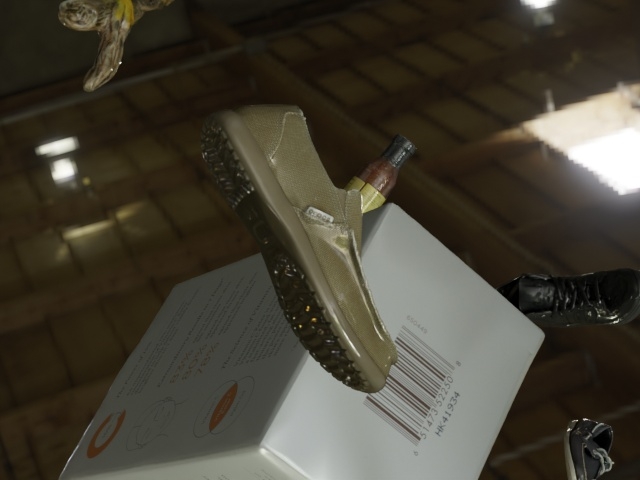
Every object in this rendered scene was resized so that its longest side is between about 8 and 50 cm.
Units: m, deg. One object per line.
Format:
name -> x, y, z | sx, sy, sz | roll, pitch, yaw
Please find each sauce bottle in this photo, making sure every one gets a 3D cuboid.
sauce bottle -> 0.048, -0.050, 1.513 | 0.128, 0.042, 0.042 | -49, -150, -3

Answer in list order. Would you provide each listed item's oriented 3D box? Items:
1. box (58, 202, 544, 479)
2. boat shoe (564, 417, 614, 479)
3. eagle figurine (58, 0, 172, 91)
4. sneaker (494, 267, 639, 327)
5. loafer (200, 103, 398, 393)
box -> -0.026, 0.134, 1.183 | 0.345, 0.168, 0.215 | -20, -144, 56
boat shoe -> 0.378, 0.297, 2.110 | 0.065, 0.075, 0.206 | -5, -171, 13
eagle figurine -> -0.106, -0.295, 1.189 | 0.225, 0.298, 0.226 | 0, -136, -33
sneaker -> 0.222, 0.056, 1.411 | 0.089, 0.051, 0.170 | 9, 165, -28
loafer -> 0.000, 0.000, 0.685 | 0.050, 0.148, 0.056 | -30, -173, -21
